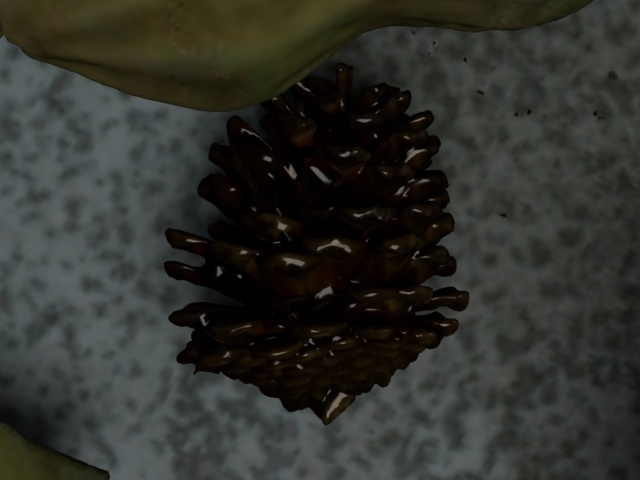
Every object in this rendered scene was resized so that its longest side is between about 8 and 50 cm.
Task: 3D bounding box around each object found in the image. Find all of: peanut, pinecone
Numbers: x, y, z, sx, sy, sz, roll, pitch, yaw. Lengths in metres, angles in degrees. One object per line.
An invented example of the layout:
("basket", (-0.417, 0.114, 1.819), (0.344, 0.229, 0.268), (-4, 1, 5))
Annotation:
("peanut", (-0.005, -0.096, 0.596), (0.214, 0.090, 0.099), (-11, 72, -4))
("pinecone", (0.004, 0.001, 0.637), (0.102, 0.102, 0.109), (21, 95, -15))

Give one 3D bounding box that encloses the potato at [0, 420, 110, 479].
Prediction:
("potato", (-0.236, 0.046, 0.585), (0.269, 0.112, 0.255), (-37, 113, -31))
